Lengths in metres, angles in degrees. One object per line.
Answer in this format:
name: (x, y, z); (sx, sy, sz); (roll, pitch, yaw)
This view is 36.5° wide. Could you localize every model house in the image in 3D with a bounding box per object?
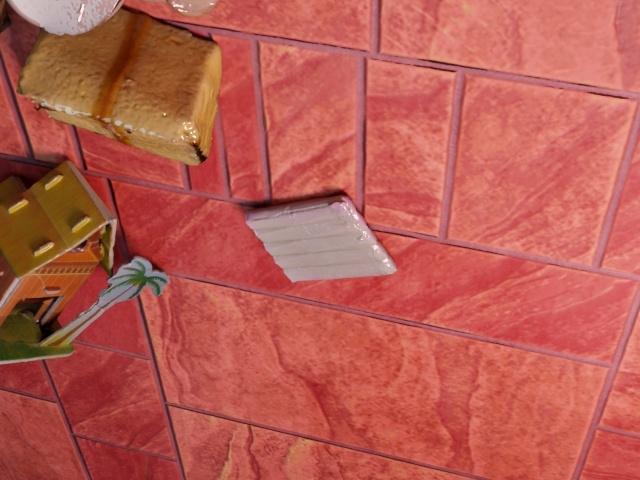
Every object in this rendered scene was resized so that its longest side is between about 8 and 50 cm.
model house: (-0.461, 0.001, 1.735); (0.324, 0.340, 0.300); (-49, 65, 24)

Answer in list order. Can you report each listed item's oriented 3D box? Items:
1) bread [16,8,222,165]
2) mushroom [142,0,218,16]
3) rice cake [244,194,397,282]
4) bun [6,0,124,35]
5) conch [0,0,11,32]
bread: (-0.290, -0.180, 1.410); (0.263, 0.198, 0.236); (19, 146, 0)
mushroom: (-0.168, -0.357, 1.148); (0.209, 0.206, 0.206); (43, 141, 10)
rice cake: (0.000, 0.000, 1.593); (0.198, 0.037, 0.189); (-12, 130, 32)
bun: (-0.334, -0.361, 1.268); (0.172, 0.120, 0.173); (-4, 118, -8)
conch: (-0.529, -0.363, 1.320); (0.210, 0.159, 0.291); (52, 179, 17)
